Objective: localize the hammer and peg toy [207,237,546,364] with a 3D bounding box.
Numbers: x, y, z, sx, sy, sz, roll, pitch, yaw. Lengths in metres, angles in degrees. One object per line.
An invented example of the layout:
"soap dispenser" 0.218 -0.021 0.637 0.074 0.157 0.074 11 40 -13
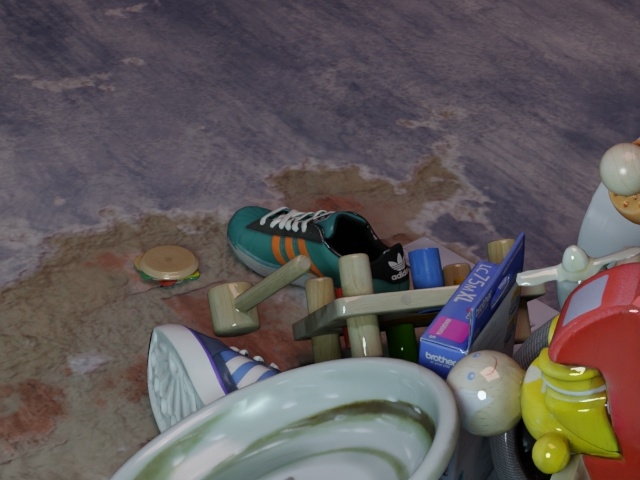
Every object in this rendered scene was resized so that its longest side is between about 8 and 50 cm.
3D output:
"hammer and peg toy" 0.062 0.090 2.098 0.361 0.127 0.266 -5 -9 -15

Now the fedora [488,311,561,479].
"fedora" 0.308 0.191 1.988 0.244 0.275 0.124 38 -4 -6

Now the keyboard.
"keyboard" 0.208 0.059 2.382 0.072 0.014 0.256 -19 38 -40

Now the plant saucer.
"plant saucer" -0.041 0.260 1.714 0.400 0.100 0.400 -20 20 8

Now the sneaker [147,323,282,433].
"sneaker" -0.044 0.195 2.044 0.236 0.130 0.323 -3 26 -28

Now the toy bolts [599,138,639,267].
"toy bolts" 0.383 0.012 1.961 0.158 0.218 0.228 18 14 -41

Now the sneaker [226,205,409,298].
"sneaker" 0.000 0.000 2.350 0.302 0.121 0.108 25 37 32

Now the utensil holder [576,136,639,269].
"utensil holder" 0.548 0.054 2.132 0.328 0.327 0.385 -17 34 -30

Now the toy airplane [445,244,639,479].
"toy airplane" 0.254 0.189 1.756 0.272 0.384 0.386 16 6 9

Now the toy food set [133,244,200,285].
"toy food set" -0.204 0.034 2.372 0.083 0.020 0.082 -11 35 -23

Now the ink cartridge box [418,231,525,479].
"ink cartridge box" 0.157 0.156 1.927 0.065 0.311 0.186 17 33 18
